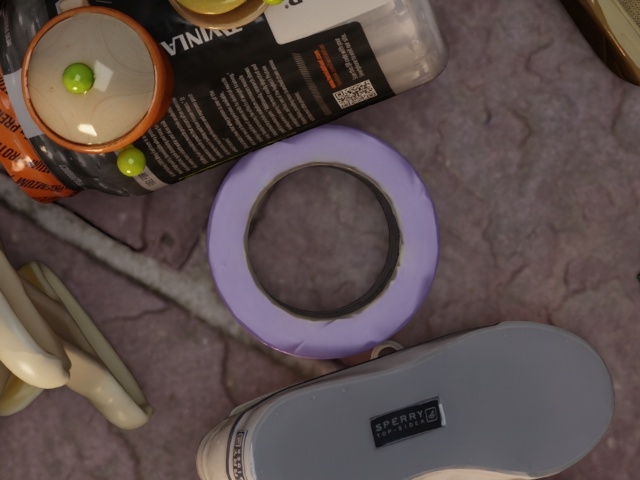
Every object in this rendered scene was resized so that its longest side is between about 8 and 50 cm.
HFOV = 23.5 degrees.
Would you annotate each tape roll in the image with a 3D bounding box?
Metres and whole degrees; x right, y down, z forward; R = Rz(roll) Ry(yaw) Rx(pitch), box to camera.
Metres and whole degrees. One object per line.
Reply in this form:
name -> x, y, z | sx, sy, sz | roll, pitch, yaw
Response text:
tape roll -> 0.000, 0.000, 1.262 | 0.189, 0.080, 0.189 | 0, 91, -4

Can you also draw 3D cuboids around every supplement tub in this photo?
supplement tub -> -0.089, -0.162, 1.173 | 0.338, 0.207, 0.207 | -21, 93, 7

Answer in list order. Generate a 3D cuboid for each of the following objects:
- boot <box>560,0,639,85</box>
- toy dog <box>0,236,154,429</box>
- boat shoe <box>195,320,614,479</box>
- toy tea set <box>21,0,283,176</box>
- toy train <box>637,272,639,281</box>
boot -> 0.266, -0.284, 1.246 | 0.203, 0.095, 0.262 | -38, 110, -2
toy dog -> -0.400, 0.117, 1.145 | 0.408, 0.284, 0.395 | -38, 81, -2
boat shoe -> 0.062, 0.152, 1.248 | 0.367, 0.156, 0.136 | -12, 90, -33
toy tea set -> -0.198, -0.198, 1.015 | 0.336, 0.124, 0.200 | 31, 98, 4
toy train -> 0.309, 0.020, 1.315 | 0.083, 0.017, 0.024 | -29, 83, -2
